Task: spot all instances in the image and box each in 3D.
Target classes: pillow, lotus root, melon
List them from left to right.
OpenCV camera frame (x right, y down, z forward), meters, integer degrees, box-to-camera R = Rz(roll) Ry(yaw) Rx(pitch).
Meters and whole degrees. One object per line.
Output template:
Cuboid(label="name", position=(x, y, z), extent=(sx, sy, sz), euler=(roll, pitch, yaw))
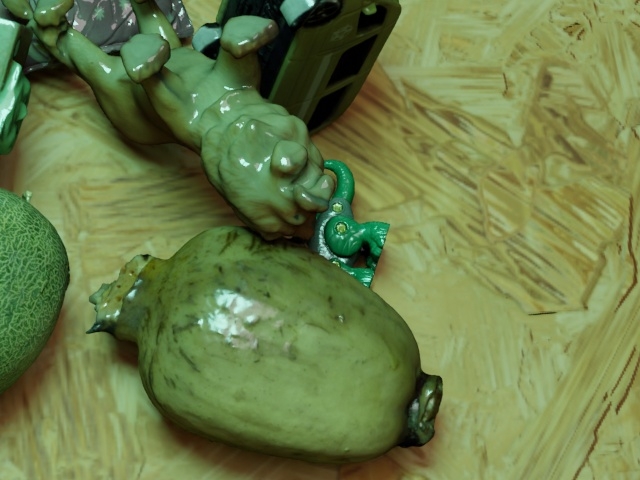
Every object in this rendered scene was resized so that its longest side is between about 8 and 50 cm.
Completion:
Cuboid(label="melon", position=(-0.244, 0.036, 1.014), extent=(0.139, 0.139, 0.192), euler=(31, 56, 2))
Cuboid(label="pillow", position=(-0.198, -0.185, 1.176), extent=(0.185, 0.043, 0.118), euler=(-17, 75, -23))
Cuboid(label="lotus root", position=(-0.032, 0.073, 1.048), extent=(0.257, 0.140, 0.154), euler=(21, 71, -11))

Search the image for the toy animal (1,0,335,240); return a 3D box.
Cuboid(label="toy animal", position=(-0.098, -0.096, 1.064), extent=(0.097, 0.157, 0.312), euler=(-34, 37, -23))

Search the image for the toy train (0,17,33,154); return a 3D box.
Cuboid(label="toy train", position=(-0.357, -0.139, 1.044), extent=(0.326, 0.159, 0.129), euler=(16, 92, -4))

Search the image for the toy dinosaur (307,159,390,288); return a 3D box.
Cuboid(label="toy dinosaur", position=(0.000, 0.000, 1.136), extent=(0.096, 0.059, 0.132), euler=(16, 72, 0))

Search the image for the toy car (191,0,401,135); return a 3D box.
Cuboid(label="toy car", position=(-0.010, -0.166, 1.093), extent=(0.124, 0.256, 0.101), euler=(-22, 73, -24))
